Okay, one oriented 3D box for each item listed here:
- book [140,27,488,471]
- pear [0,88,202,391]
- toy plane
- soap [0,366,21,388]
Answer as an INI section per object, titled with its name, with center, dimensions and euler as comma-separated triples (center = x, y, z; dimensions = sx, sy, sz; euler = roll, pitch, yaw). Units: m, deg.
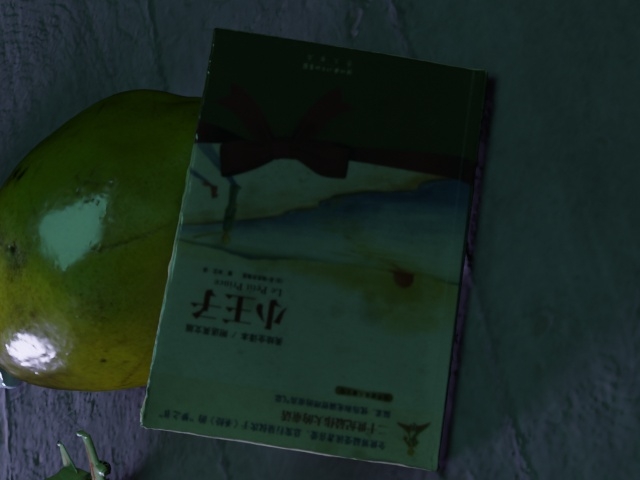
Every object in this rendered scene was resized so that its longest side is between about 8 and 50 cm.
[book]
center = 0.000, 0.000, 1.031
dimensions = 0.026, 0.201, 0.290
euler = 111, 168, -72
[pear]
center = -0.142, 0.006, 1.138
dimensions = 0.269, 0.212, 0.212
euler = -36, 49, 17
[toy plane]
center = -0.172, 0.200, 1.194
dimensions = 0.111, 0.040, 0.102
euler = 25, 125, 37
[soap]
center = -0.345, 0.073, 1.419
dimensions = 0.198, 0.066, 0.119
euler = -4, 71, 44
